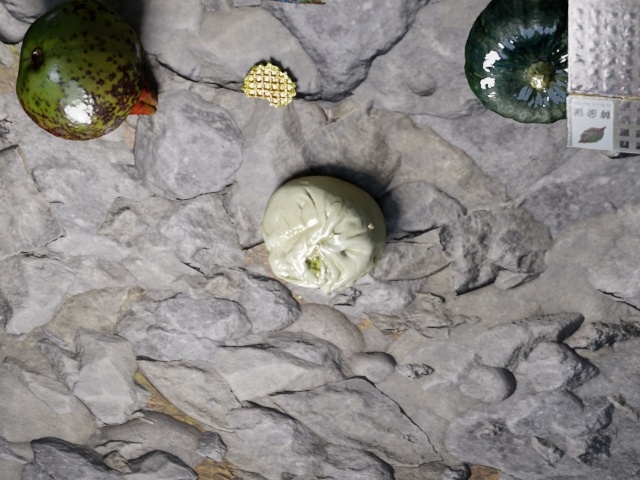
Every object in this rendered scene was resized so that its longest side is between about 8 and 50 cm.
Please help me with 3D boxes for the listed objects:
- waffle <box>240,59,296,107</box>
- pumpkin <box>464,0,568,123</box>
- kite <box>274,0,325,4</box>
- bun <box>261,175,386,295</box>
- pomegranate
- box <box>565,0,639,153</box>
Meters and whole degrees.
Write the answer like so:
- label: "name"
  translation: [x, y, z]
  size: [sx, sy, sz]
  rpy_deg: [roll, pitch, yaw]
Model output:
- label: "waffle"
  translation: [-0.080, -0.249, 1.369]
  size: [0.085, 0.016, 0.078]
  rpy_deg: [29, 130, -15]
- label: "pumpkin"
  translation: [0.307, -0.258, 1.190]
  size: [0.211, 0.152, 0.212]
  rpy_deg: [2, 145, 1]
- label: "kite"
  translation: [-0.079, -0.368, 1.203]
  size: [0.182, 0.010, 0.160]
  rpy_deg: [24, 170, -10]
- label: "bun"
  translation: [0.000, 0.000, 1.486]
  size: [0.229, 0.145, 0.229]
  rpy_deg: [7, 135, 7]
- label: "pomegranate"
  translation: [-0.346, -0.249, 1.322]
  size: [0.214, 0.214, 0.248]
  rpy_deg: [-22, 157, 27]
- label: "box"
  translation: [0.394, -0.251, 1.032]
  size: [0.180, 0.047, 0.325]
  rpy_deg: [10, 132, 27]
